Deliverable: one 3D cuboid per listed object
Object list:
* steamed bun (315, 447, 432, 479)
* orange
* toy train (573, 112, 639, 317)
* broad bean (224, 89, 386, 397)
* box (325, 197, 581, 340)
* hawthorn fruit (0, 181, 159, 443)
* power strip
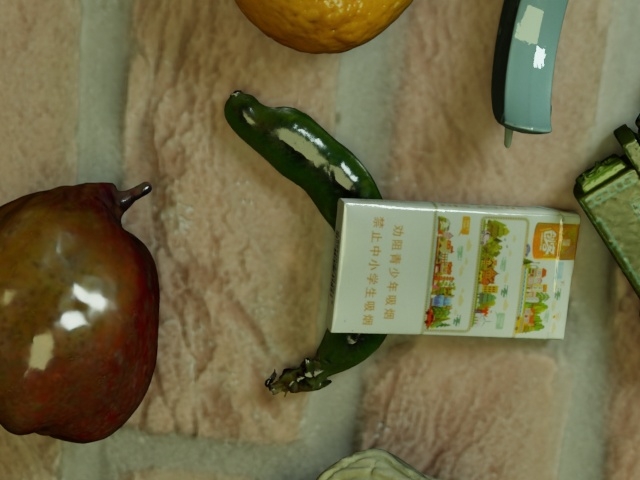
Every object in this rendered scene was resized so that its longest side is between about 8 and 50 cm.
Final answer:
[{"bbox_3d":[0.039,0.343,1.222,0.320,0.275,0.206,-18,134,35],"label":"steamed bun"},{"bbox_3d":[0.002,-0.244,1.116,0.177,0.155,0.177,-8,104,-33],"label":"orange"},{"bbox_3d":[0.316,-0.006,1.194,0.137,0.090,0.225,-32,100,14],"label":"toy train"},{"bbox_3d":[0.000,0.000,1.234,0.144,0.049,0.292,-8,102,3],"label":"broad bean"},{"bbox_3d":[0.119,0.026,1.216,0.220,0.032,0.122,3,103,-12],"label":"box"},{"bbox_3d":[-0.227,0.050,1.200,0.208,0.208,0.248,27,87,-3],"label":"hawthorn fruit"},{"bbox_3d":[0.181,-0.175,1.136,0.044,0.137,0.216,9,109,-5],"label":"power strip"}]
